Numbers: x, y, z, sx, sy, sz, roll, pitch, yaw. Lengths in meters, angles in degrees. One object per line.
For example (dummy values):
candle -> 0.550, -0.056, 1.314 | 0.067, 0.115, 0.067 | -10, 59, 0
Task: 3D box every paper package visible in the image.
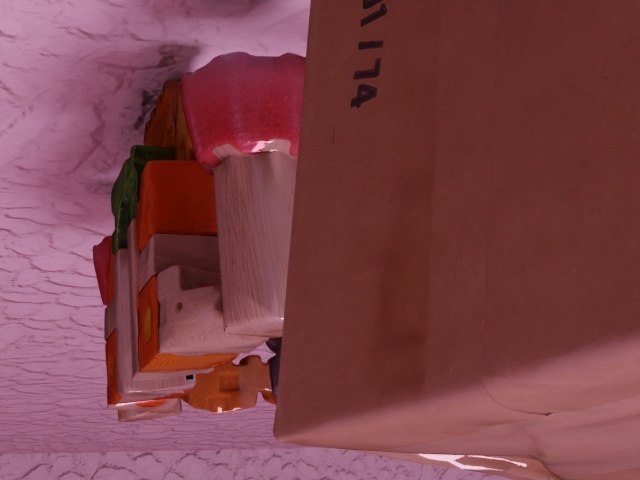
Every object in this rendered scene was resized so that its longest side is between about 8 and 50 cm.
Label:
paper package -> 0.135, -0.089, 0.438 | 0.168, 0.324, 0.309 | 15, 156, -31

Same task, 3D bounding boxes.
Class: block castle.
block castle -> 0.000, 0.000, 0.905 | 0.303, 0.212, 0.453 | 0, 164, -19
